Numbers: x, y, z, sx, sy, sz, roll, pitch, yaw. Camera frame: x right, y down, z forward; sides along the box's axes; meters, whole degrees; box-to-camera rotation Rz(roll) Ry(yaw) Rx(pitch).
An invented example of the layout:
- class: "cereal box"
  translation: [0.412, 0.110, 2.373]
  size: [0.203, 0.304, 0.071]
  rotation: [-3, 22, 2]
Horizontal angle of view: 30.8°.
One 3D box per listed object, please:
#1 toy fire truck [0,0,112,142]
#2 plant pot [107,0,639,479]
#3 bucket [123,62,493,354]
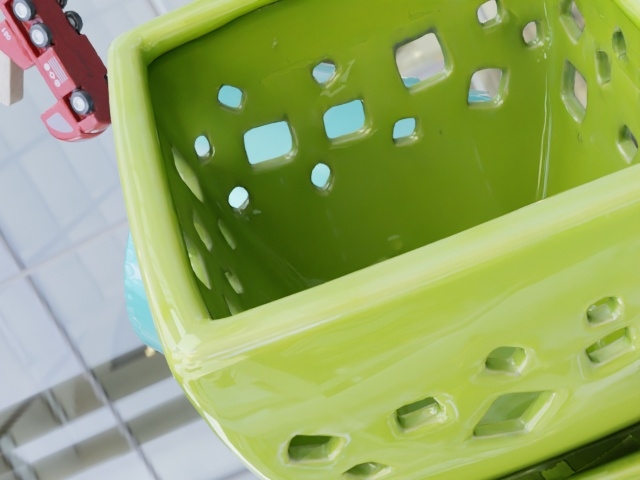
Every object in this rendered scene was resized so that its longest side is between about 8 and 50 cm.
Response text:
- class: "toy fire truck"
  translation: [-0.257, -0.157, 0.976]
  size: [0.192, 0.135, 0.047]
  rotation: [59, -140, -6]
- class: "plant pot"
  translation: [0.055, 0.004, 0.520]
  size: [0.227, 0.228, 0.207]
  rotation: [-110, -2, -49]
- class: "bucket"
  translation: [0.000, 0.000, 0.844]
  size: [0.281, 0.183, 0.281]
  rotation: [-53, -25, -38]
